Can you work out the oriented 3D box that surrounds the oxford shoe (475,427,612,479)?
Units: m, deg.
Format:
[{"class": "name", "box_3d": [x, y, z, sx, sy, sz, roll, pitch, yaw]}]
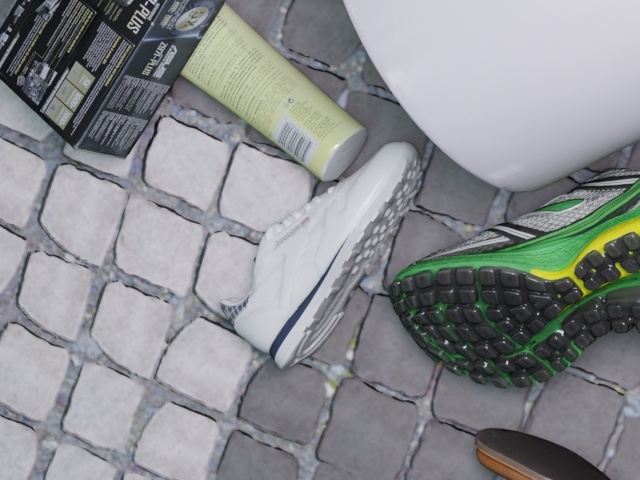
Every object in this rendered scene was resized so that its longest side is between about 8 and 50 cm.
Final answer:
[{"class": "oxford shoe", "box_3d": [0.219, 0.232, 1.608, 0.212, 0.076, 0.076, 29, 114, 14]}]

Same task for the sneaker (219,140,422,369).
[{"class": "sneaker", "box_3d": [0.000, 0.000, 1.649, 0.095, 0.090, 0.235, 40, 104, 20]}]

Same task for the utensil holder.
[{"class": "utensil holder", "box_3d": [0.245, -0.249, 1.392, 0.385, 0.327, 0.328, -30, 86, 31]}]

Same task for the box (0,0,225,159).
[{"class": "box", "box_3d": [-0.195, -0.190, 1.673, 0.147, 0.077, 0.180, 41, 106, 28]}]

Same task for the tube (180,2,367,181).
[{"class": "tube", "box_3d": [-0.064, -0.148, 1.670, 0.240, 0.062, 0.070, 39, 64, 16]}]

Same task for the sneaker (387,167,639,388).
[{"class": "sneaker", "box_3d": [0.214, 0.023, 1.569, 0.343, 0.146, 0.134, -14, 120, 31]}]
